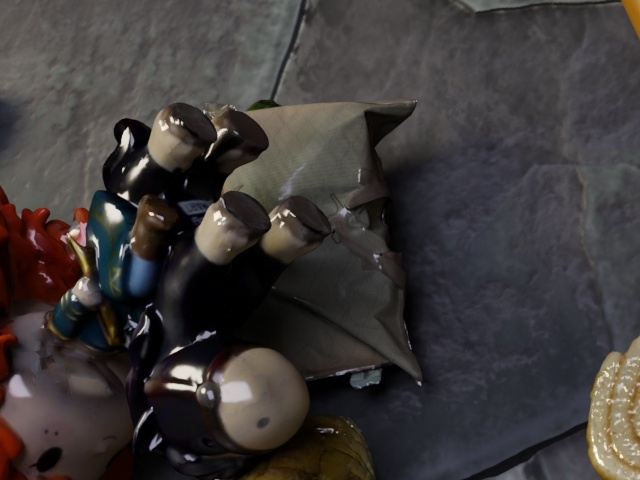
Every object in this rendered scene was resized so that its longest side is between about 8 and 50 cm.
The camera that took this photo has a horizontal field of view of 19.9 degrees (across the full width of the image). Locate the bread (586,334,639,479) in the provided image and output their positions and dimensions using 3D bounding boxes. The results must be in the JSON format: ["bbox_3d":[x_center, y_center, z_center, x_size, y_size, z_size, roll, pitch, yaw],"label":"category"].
[{"bbox_3d":[0.256,0.125,1.316,0.122,0.073,0.149,6,65,30],"label":"bread"}]

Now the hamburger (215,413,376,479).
[{"bbox_3d":[-0.041,0.222,1.342,0.183,0.130,0.206,-41,27,18],"label":"hamburger"}]

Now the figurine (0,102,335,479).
[{"bbox_3d":[-0.165,0.072,1.405,0.412,0.241,0.306,-17,91,32],"label":"figurine"}]

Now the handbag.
[{"bbox_3d":[0.000,0.000,1.481,0.183,0.117,0.270,-9,69,11],"label":"handbag"}]

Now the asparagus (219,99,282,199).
[{"bbox_3d":[-0.123,-0.016,1.587,0.277,0.060,0.067,-46,64,-4],"label":"asparagus"}]

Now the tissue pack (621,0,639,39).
[{"bbox_3d":[0.318,-0.151,1.370,0.145,0.194,0.274,-25,54,11],"label":"tissue pack"}]
